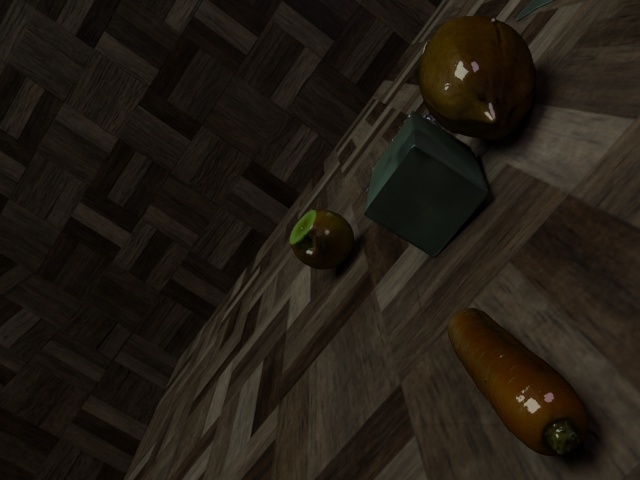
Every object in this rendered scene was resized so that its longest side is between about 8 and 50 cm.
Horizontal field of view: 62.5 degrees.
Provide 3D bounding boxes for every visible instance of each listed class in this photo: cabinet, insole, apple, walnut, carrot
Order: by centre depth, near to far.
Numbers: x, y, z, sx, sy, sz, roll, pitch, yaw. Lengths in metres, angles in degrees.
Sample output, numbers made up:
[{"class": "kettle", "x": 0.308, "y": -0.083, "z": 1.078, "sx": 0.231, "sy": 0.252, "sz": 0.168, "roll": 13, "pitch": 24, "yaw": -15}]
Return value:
[{"class": "carrot", "x": 0.177, "y": 0.126, "z": 0.502, "sx": 0.067, "sy": 0.067, "sz": 0.225, "roll": -54, "pitch": 9, "yaw": 7}, {"class": "cabinet", "x": 0.182, "y": -0.105, "z": 0.929, "sx": 0.145, "sy": 0.150, "sz": 0.206, "roll": -55, "pitch": 9, "yaw": 29}, {"class": "walnut", "x": 0.279, "y": -0.283, "z": 0.937, "sx": 0.209, "sy": 0.209, "sz": 0.336, "roll": -49, "pitch": 20, "yaw": 30}, {"class": "insole", "x": 0.522, "y": -0.563, "z": 1.211, "sx": 0.080, "sy": 0.003, "sz": 0.232, "roll": -56, "pitch": 11, "yaw": -3}, {"class": "apple", "x": 0.004, "y": -0.004, "z": 1.339, "sx": 0.146, "sy": 0.163, "sz": 0.147, "roll": -59, "pitch": -6, "yaw": 26}]

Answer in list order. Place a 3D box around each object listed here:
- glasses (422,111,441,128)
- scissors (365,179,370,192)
[{"class": "glasses", "x": 0.295, "y": -0.331, "z": 1.342, "sx": 0.103, "sy": 0.063, "sz": 0.140, "roll": -54, "pitch": 12, "yaw": -1}, {"class": "scissors", "x": 0.188, "y": -0.196, "z": 1.503, "sx": 0.187, "sy": 0.020, "sz": 0.133, "roll": -38, "pitch": 25, "yaw": 53}]
